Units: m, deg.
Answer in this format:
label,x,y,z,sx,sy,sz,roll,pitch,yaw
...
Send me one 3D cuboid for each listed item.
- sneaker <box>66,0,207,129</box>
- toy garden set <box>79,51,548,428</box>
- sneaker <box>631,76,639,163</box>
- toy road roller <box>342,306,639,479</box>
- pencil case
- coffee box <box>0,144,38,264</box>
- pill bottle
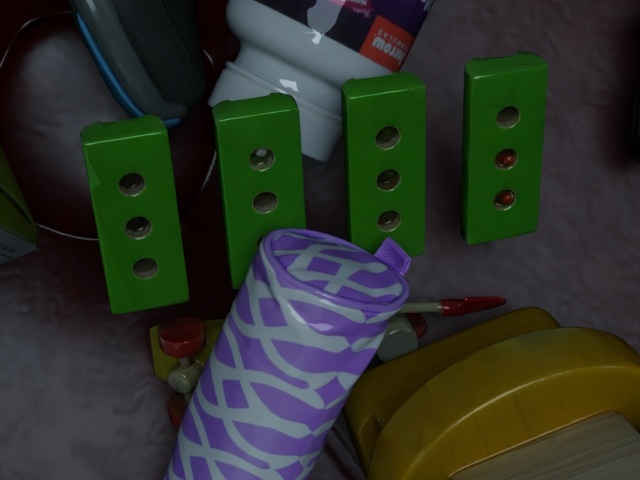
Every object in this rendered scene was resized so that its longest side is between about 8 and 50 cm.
label,x,y,z,sx,sy,sz,roll,pitch,yaw
sneaker,-0.096,-0.235,0.696,0.139,0.125,0.341,-10,87,-6
toy garden set,0.000,0.000,0.691,0.244,0.049,0.204,-10,126,-10
sneaker,0.309,-0.052,0.733,0.276,0.097,0.135,22,84,-1
toy road roller,0.129,0.188,0.676,0.202,0.240,0.330,-21,125,-6
pencil case,-0.024,0.092,0.660,0.088,0.086,0.206,3,123,-37
coffee box,-0.361,-0.093,0.555,0.334,0.338,0.338,-24,89,-7
pill bottle,0.012,-0.148,0.700,0.108,0.108,0.193,26,97,-3
